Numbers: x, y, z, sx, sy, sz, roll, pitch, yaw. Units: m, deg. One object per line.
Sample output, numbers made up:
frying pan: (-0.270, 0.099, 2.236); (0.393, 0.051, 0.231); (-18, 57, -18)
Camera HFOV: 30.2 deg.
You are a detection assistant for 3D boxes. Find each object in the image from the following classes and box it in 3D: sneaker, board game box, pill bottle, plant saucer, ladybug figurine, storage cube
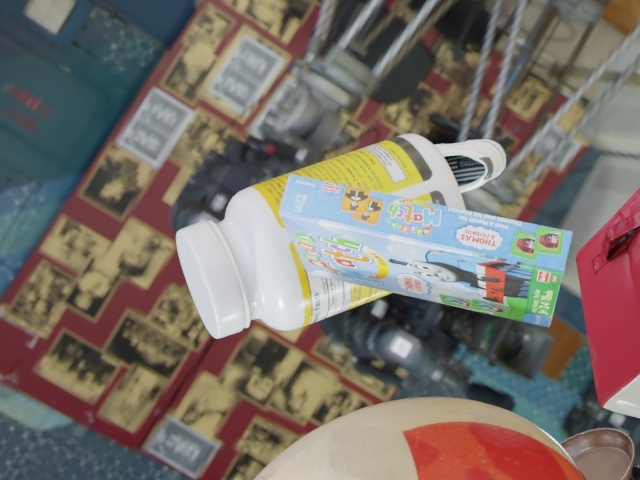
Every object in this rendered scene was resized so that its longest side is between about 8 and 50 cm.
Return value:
sneaker: (0.162, -0.110, 1.878); (0.258, 0.094, 0.091); (-14, -174, 26)
board game box: (0.083, 0.011, 0.930); (0.212, 0.039, 0.160); (13, 164, 12)
pill bottle: (0.000, 0.000, 1.482); (0.188, 0.334, 0.188); (161, 90, -75)
plant saucer: (0.340, 0.313, 1.551); (0.029, 0.168, 0.168); (54, 170, -15)
ladybug figurine: (0.119, 0.302, 1.067); (0.449, 0.305, 0.162); (14, -168, -38)
storage cube: (0.389, 0.064, 1.185); (0.215, 0.193, 0.183); (15, 138, -17)

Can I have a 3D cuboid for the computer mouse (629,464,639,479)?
computer mouse: (0.482, 0.322, 1.595); (0.041, 0.242, 0.071); (21, -132, -59)
